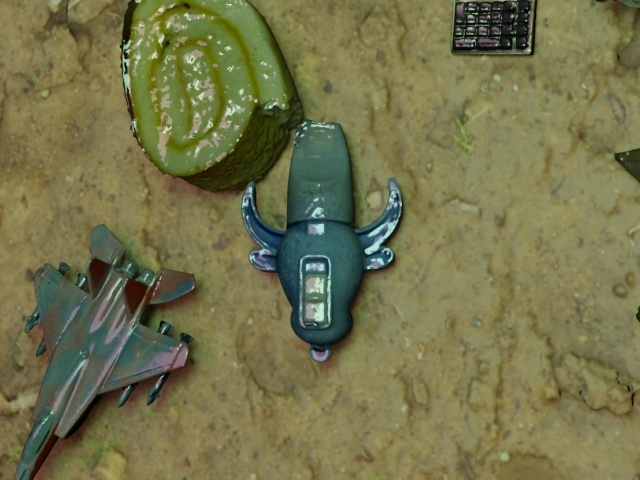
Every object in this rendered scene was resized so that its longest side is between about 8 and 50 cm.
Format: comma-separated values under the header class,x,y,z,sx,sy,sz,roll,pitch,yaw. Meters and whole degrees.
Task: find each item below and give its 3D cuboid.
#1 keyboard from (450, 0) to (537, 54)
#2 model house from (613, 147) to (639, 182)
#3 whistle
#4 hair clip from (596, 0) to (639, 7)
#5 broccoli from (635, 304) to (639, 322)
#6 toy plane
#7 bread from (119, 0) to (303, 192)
class,x,y,z,sx,sy,sz,roll,pitch,yaw
keyboard,0.201,-0.360,1.600,0.106,0.027,0.317,2,84,19
model house,0.383,-0.056,1.444,0.248,0.176,0.181,19,108,44
whistle,0.000,0.000,1.600,0.180,0.093,0.269,0,79,10
hair clip,0.264,-0.374,1.532,0.091,0.138,0.321,-31,81,46
broccoli,0.402,0.152,1.386,0.177,0.198,0.275,-39,74,4
toy plane,-0.272,0.154,1.662,0.223,0.104,0.326,28,97,20
bread,-0.127,-0.186,1.643,0.186,0.124,0.257,-20,78,8
